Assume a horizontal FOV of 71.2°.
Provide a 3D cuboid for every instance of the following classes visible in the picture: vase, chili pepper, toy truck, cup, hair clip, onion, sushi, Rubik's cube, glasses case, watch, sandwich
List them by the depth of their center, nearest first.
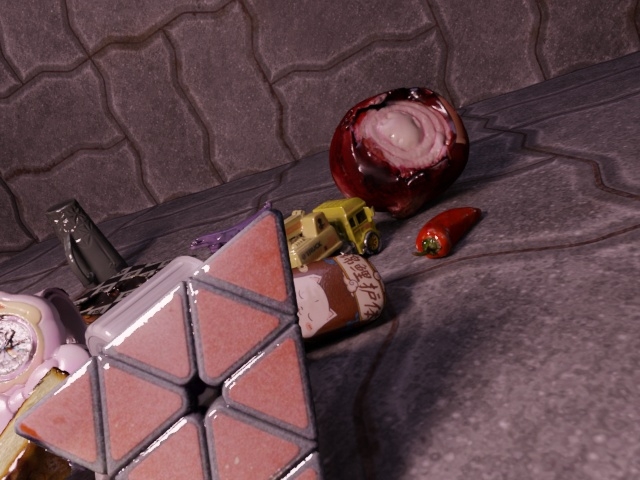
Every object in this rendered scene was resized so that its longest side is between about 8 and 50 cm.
[{"bbox_3d":[-0.095,0.146,0.448,0.228,0.228,0.233,-16,34,39],"label":"Rubik's cube"},{"bbox_3d":[-0.326,0.255,0.494,0.186,0.065,0.214,-13,46,50],"label":"sandwich"},{"bbox_3d":[-0.054,0.114,0.694,0.321,0.082,0.122,-19,56,-7],"label":"glasses case"},{"bbox_3d":[-0.271,0.166,0.779,0.167,0.221,0.202,27,42,19],"label":"cup"},{"bbox_3d":[-0.498,0.208,0.814,0.211,0.248,0.217,-23,-8,-7],"label":"watch"},{"bbox_3d":[0.245,-0.018,0.876,0.272,0.071,0.063,-30,-19,-45],"label":"chili pepper"},{"bbox_3d":[0.000,0.000,0.917,0.124,0.157,0.272,-1,26,45],"label":"toy truck"},{"bbox_3d":[0.182,-0.218,1.134,0.341,0.341,0.341,-18,18,6],"label":"onion"},{"bbox_3d":[-0.502,0.140,1.184,0.294,0.059,0.292,-9,21,29],"label":"sushi"},{"bbox_3d":[-0.255,-0.017,1.363,0.279,0.090,0.137,-27,19,-8],"label":"hair clip"},{"bbox_3d":[-0.786,0.017,1.486,0.156,0.300,0.251,-19,27,1],"label":"vase"}]

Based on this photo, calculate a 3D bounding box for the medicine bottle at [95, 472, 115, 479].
[{"bbox_3d":[-0.214,0.236,0.532,0.105,0.105,0.168,-28,20,-24],"label":"medicine bottle"}]
